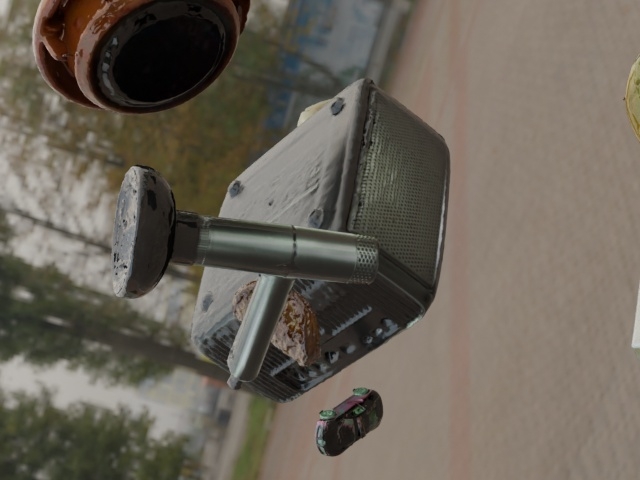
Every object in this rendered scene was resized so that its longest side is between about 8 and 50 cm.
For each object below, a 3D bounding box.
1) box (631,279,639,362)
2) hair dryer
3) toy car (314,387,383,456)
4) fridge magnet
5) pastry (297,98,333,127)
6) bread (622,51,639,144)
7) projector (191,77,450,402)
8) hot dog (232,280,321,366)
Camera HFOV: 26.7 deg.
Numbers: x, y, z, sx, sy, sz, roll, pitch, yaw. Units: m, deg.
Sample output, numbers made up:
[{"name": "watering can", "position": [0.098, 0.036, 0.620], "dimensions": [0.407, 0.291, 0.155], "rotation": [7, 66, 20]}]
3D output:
[{"name": "box", "position": [0.544, 0.071, 1.983], "dimensions": [0.079, 0.135, 0.269], "rotation": [57, -143, -39]}, {"name": "hair dryer", "position": [-0.120, 0.080, 1.646], "dimensions": [0.284, 0.320, 0.156], "rotation": [-66, 23, 20]}, {"name": "toy car", "position": [0.047, 0.277, 2.043], "dimensions": [0.142, 0.055, 0.069], "rotation": [-29, -61, -45]}, {"name": "fridge magnet", "position": [-0.275, -0.335, 2.136], "dimensions": [0.155, 0.363, 0.363], "rotation": [60, 148, 32]}, {"name": "pastry", "position": [0.034, -0.199, 2.487], "dimensions": [0.156, 0.156, 0.092], "rotation": [-79, -8, -56]}, {"name": "bread", "position": [0.578, -0.185, 1.867], "dimensions": [0.270, 0.315, 0.211], "rotation": [14, -110, -79]}, {"name": "projector", "position": [0.000, 0.000, 2.202], "dimensions": [0.395, 0.242, 0.405], "rotation": [-35, 30, 37]}, {"name": "hot dog", "position": [-0.054, 0.111, 1.846], "dimensions": [0.065, 0.147, 0.099], "rotation": [-44, -25, -26]}]
